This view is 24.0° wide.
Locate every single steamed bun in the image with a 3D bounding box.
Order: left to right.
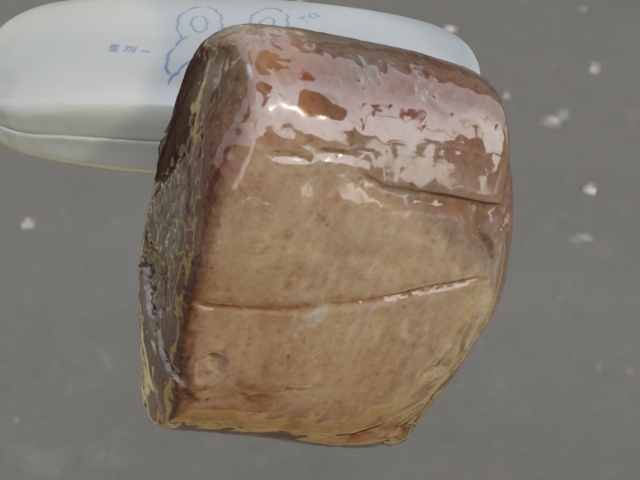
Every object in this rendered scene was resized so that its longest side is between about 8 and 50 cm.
[{"bbox_3d":[0.000,0.000,0.607,0.145,0.175,0.106,4,26,-24],"label":"steamed bun"}]

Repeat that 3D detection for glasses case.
[{"bbox_3d":[-0.042,-0.072,0.703,0.234,0.059,0.092,5,42,4],"label":"glasses case"}]
